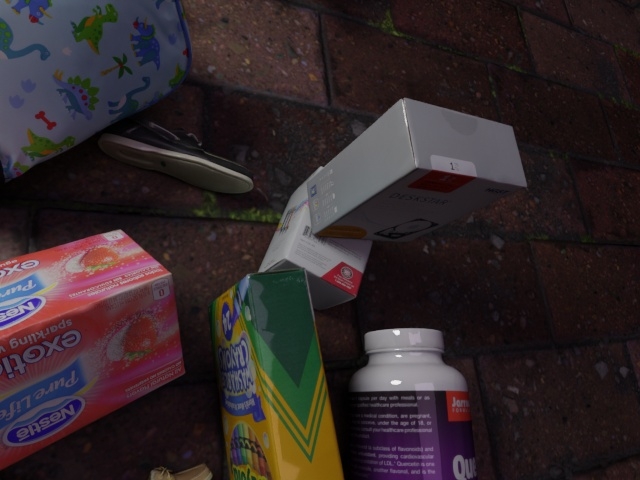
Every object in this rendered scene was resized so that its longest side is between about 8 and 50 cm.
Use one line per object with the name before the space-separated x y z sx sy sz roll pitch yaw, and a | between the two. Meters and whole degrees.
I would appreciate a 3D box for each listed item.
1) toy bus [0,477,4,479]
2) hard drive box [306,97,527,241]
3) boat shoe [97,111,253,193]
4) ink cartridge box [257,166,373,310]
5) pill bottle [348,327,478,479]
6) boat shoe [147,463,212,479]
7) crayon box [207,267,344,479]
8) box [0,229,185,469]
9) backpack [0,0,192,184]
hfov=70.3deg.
toy bus | -0.442 0.310 0.391 0.332 0.108 0.130 5 89 -27
hard drive box | 0.115 -0.077 0.613 0.181 0.232 0.089 3 70 -28
boat shoe | -0.209 -0.138 0.703 0.233 0.084 0.079 19 65 -18
ink cartridge box | 0.000 0.000 0.737 0.128 0.127 0.176 30 61 -16
pill bottle | 0.133 0.300 0.669 0.181 0.181 0.323 9 69 -25
boat shoe | -0.203 0.309 0.566 0.135 0.050 0.045 -15 85 -31
crayon box | -0.064 0.217 0.581 0.083 0.203 0.323 -4 74 -29
box | -0.314 0.119 0.472 0.300 0.142 0.154 -21 126 -38
backpack | -0.340 -0.250 0.558 0.273 0.290 0.355 12 42 24
